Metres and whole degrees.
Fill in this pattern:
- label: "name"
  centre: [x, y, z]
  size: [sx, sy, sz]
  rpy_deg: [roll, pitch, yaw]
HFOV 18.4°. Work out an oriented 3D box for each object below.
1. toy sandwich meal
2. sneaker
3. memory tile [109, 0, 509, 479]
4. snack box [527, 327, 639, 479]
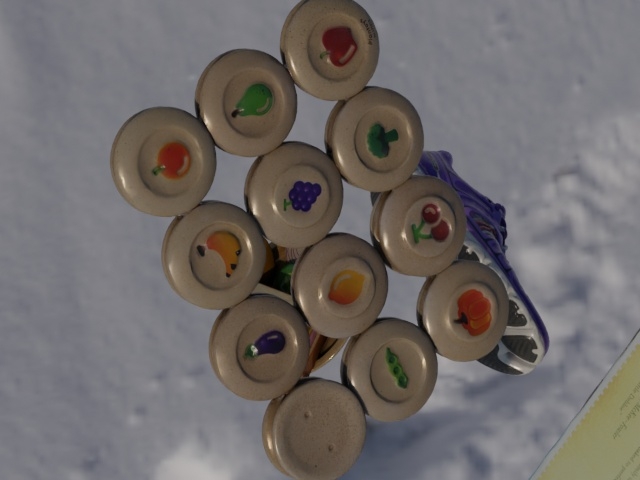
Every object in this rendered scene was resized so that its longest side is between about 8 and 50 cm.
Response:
- label: "toy sandwich meal"
  centre: [-0.018, 0.033, 1.002]
  size: [0.029, 0.085, 0.086]
  rpy_deg: [25, 66, -54]
- label: "sneaker"
  centre: [0.101, 0.005, 1.248]
  size: [0.071, 0.068, 0.170]
  rpy_deg: [-14, 63, -34]
- label: "memory tile"
  centre: [0.000, 0.000, 0.682]
  size: [0.113, 0.012, 0.148]
  rpy_deg: [-35, 109, -21]
- label: "snack box"
  centre: [0.242, 0.151, 1.200]
  size: [0.060, 0.322, 0.187]
  rpy_deg: [-12, 52, -47]
